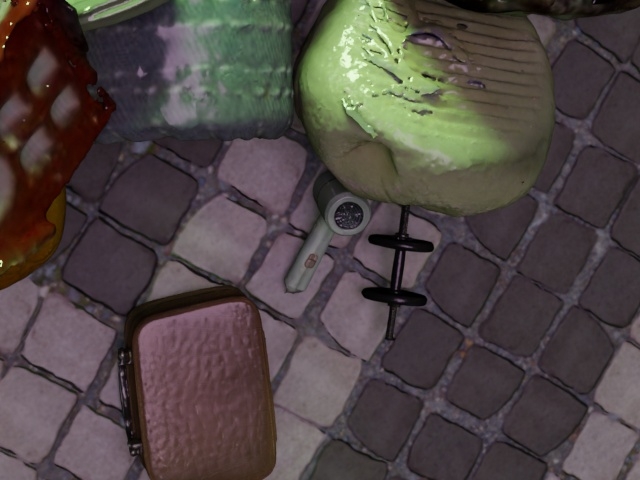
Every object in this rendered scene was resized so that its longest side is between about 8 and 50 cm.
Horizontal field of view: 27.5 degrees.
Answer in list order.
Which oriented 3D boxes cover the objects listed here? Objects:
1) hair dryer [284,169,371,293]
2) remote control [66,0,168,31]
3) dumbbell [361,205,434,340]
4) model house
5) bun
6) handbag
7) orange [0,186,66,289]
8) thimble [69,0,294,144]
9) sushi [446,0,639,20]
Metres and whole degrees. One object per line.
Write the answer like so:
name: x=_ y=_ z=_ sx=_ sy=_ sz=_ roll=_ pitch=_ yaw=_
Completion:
hair dryer: x=0.000 y=0.000 z=1.318 sx=0.047 sy=0.082 sz=0.137 roll=24 pitch=106 yaw=-18
remote control: x=-0.210 y=-0.280 z=1.129 sx=0.123 sy=0.285 sz=0.038 roll=-24 pitch=143 yaw=-9
dumbbell: x=0.079 y=0.030 z=1.342 sx=0.069 sy=0.069 sz=0.147 roll=6 pitch=95 yaw=-16
model house: x=-0.305 y=-0.068 z=1.016 sx=0.254 sy=0.196 sz=0.160 roll=-67 pitch=154 yaw=-24
bun: x=0.097 y=-0.139 z=1.269 sx=0.273 sy=0.168 sz=0.273 roll=9 pitch=59 yaw=-16
handbag: x=-0.124 y=0.151 z=1.302 sx=0.151 sy=0.072 sz=0.193 roll=-10 pitch=102 yaw=-14
orange: x=-0.302 y=-0.024 z=1.180 sx=0.159 sy=0.159 sz=0.136 roll=-36 pitch=71 yaw=-8
thimble: x=-0.141 y=-0.172 z=1.192 sx=0.236 sy=0.205 sz=0.172 roll=-2 pitch=93 yaw=14
sushi: x=0.194 y=-0.358 z=1.175 sx=0.299 sy=0.281 sz=0.294 roll=-36 pitch=142 yaw=-48
